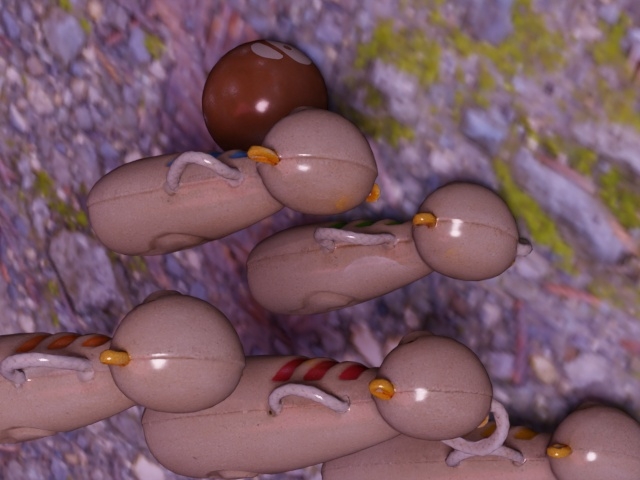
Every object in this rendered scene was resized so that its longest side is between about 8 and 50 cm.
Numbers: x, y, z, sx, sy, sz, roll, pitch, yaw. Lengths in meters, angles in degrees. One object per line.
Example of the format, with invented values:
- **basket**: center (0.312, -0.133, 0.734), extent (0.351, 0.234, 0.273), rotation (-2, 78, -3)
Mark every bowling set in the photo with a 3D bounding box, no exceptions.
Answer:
- **bowling set**: center (0.000, 0.000, 0.725), extent (0.154, 0.287, 0.200), rotation (-12, 71, 38)
